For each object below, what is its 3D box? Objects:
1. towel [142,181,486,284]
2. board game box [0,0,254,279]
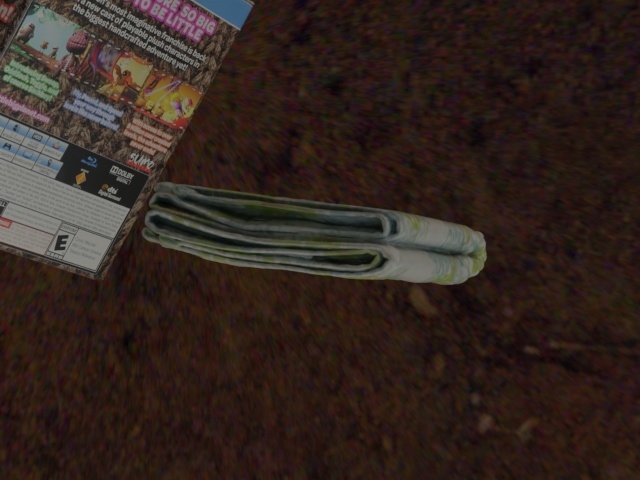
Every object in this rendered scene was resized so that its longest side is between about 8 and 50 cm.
[{"bbox_3d":[0.000,0.000,1.695,0.320,0.374,0.090,8,91,21],"label":"towel"},{"bbox_3d":[-0.234,-0.142,1.208,0.141,0.232,0.291,32,94,34],"label":"board game box"}]
